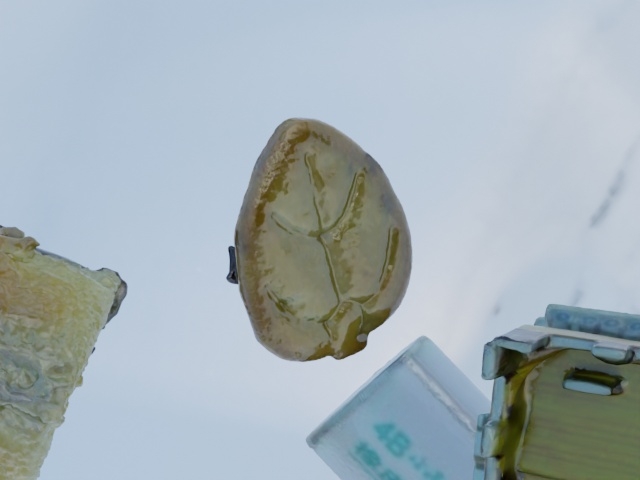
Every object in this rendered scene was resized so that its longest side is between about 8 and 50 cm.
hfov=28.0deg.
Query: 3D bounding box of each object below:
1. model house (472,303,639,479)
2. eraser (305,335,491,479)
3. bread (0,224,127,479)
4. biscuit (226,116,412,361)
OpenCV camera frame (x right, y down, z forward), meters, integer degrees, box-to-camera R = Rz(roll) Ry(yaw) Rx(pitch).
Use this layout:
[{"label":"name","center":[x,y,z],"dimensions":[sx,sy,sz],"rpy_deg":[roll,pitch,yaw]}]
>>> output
[{"label":"model house","center":[0.212,0.147,0.783],"dimensions":[0.224,0.215,0.198],"rpy_deg":[6,97,25]},{"label":"eraser","center":[0.142,0.257,1.346],"dimensions":[0.290,0.104,0.189],"rpy_deg":[46,122,6]},{"label":"bread","center":[-0.332,0.115,1.277],"dimensions":[0.162,0.204,0.262],"rpy_deg":[139,153,-83]},{"label":"biscuit","center":[0.002,0.002,1.268],"dimensions":[0.203,0.260,0.041],"rpy_deg":[-23,25,-21]}]
